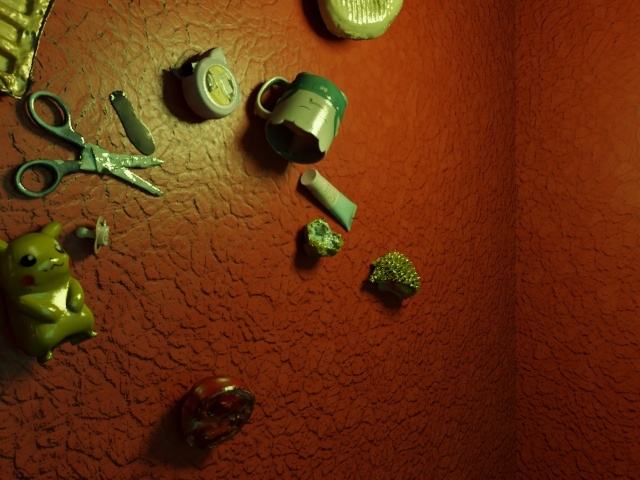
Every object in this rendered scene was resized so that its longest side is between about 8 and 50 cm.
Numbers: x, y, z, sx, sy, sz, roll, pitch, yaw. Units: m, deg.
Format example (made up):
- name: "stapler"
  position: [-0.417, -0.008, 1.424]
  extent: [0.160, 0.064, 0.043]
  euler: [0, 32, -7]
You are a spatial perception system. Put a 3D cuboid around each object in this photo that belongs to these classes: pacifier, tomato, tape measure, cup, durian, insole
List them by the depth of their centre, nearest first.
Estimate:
- name: "pacifier"
  position: [-0.571, -0.018, 1.370]
  extent: [0.078, 0.081, 0.099]
  euler: [7, 108, -13]
- name: "insole"
  position: [-0.505, -0.315, 1.475]
  extent: [0.064, 0.004, 0.188]
  euler: [-44, 120, -38]
- name: "tomato"
  position: [-0.305, 0.472, 1.577]
  extent: [0.200, 0.139, 0.233]
  euler: [7, 118, -39]
- name: "tape measure"
  position: [-0.328, -0.449, 1.599]
  extent: [0.178, 0.105, 0.196]
  euler: [-44, 121, -45]
- name: "cup"
  position: [-0.072, -0.419, 1.799]
  extent: [0.290, 0.219, 0.257]
  euler: [28, 65, -8]
- name: "durian"
  position: [0.302, 0.143, 2.228]
  extent: [0.306, 0.166, 0.172]
  euler: [18, 46, -50]

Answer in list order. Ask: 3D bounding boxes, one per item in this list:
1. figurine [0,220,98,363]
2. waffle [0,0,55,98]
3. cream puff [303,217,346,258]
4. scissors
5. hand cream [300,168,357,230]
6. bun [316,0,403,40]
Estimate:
- name: "figurine"
  position: [-0.626, 0.101, 1.231]
  extent: [0.218, 0.169, 0.326]
  euler: [-30, 114, -59]
- name: "waffle"
  position: [-0.746, -0.515, 1.179]
  extent: [0.304, 0.077, 0.348]
  euler: [22, 73, -45]
- name: "cream puff"
  position: [-0.001, 0.001, 1.921]
  extent: [0.156, 0.121, 0.156]
  euler: [4, 62, -7]
- name: "scissors"
  position: [-0.565, -0.200, 1.395]
  extent: [0.383, 0.029, 0.256]
  euler: [16, 78, -46]
- name: "hand cream"
  position: [0.041, -0.156, 2.013]
  extent: [0.312, 0.070, 0.111]
  euler: [42, 58, -46]
- name: "bun"
  position: [0.129, -0.900, 1.994]
  extent: [0.362, 0.234, 0.326]
  euler: [-49, 117, -17]
